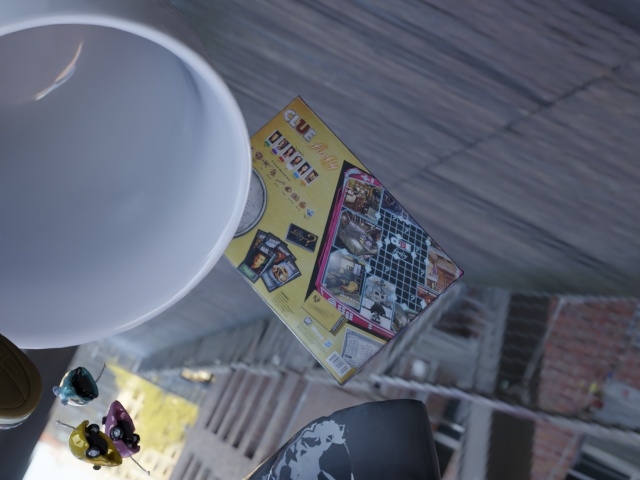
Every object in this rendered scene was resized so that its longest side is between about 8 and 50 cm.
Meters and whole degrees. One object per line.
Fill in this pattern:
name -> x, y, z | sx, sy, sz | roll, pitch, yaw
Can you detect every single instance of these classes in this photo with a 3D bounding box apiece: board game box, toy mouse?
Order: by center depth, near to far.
board game box -> 0.000, 0.000, 1.136 | 0.243, 0.165, 0.042 | 48, 176, 8
toy mouse -> -0.232, 0.181, 1.183 | 0.161, 0.031, 0.143 | 49, -165, -38

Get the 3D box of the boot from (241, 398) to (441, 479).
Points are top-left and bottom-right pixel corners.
boot -> 0.093, 0.324, 0.825 | 0.367, 0.445, 0.146 | -31, 140, 35

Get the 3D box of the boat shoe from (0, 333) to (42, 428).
boat shoe -> -0.218, 0.061, 0.588 | 0.152, 0.056, 0.049 | 23, 134, -6

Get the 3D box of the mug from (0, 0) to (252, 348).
mug -> -0.223, -0.160, 0.899 | 0.276, 0.374, 0.328 | 1, -147, -26
